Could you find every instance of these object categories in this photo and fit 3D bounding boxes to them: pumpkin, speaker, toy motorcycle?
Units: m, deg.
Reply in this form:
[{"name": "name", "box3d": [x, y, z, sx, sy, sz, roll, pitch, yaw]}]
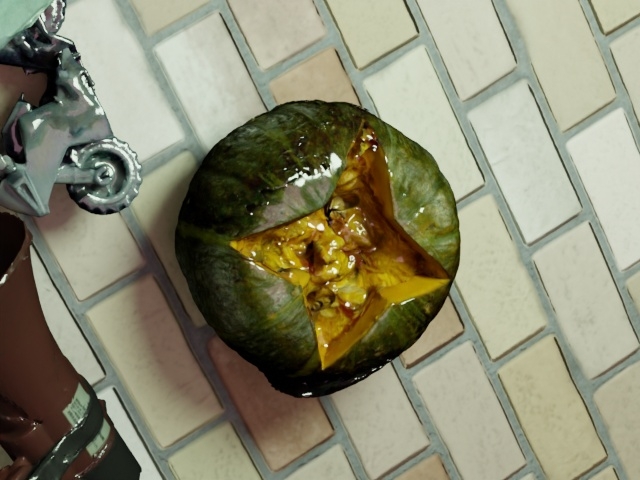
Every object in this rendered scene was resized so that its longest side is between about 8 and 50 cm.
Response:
[{"name": "pumpkin", "box3d": [0.000, 0.000, 1.979, 0.320, 0.192, 0.320, -4, 102, -20]}, {"name": "speaker", "box3d": [-0.303, 0.169, 1.853, 0.198, 0.259, 0.329, -28, 113, 7]}, {"name": "toy motorcycle", "box3d": [-0.294, -0.137, 1.874, 0.159, 0.106, 0.270, -27, 97, -12]}]

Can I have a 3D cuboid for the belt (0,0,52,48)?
[{"name": "belt", "box3d": [-0.358, -0.295, 1.744, 0.150, 0.207, 0.257, -43, 82, -7]}]
